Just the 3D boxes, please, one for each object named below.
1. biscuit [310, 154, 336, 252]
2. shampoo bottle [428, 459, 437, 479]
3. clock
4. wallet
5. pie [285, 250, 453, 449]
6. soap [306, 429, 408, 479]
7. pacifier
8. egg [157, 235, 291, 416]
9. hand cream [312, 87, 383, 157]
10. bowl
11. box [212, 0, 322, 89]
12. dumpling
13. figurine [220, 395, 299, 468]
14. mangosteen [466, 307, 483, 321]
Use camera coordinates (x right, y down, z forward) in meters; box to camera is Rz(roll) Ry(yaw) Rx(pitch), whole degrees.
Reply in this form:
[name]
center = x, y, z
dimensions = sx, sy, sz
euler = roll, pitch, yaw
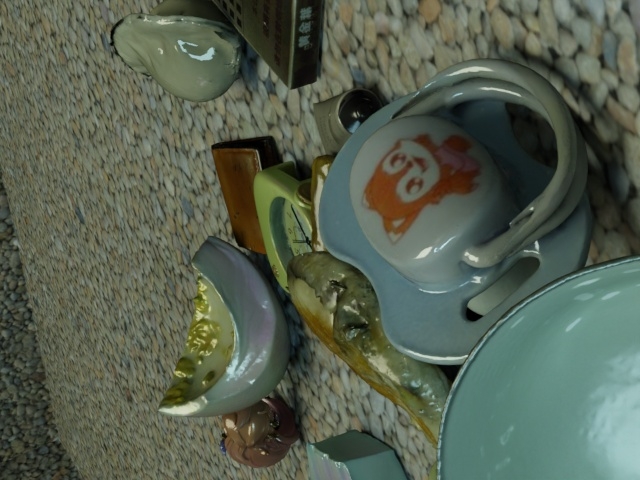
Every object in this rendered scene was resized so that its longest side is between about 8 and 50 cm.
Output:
[biscuit]
center = 0.053, -0.003, 1.468
dimensions = 0.183, 0.039, 0.174
euler = 15, 112, 47
[shampoo bottle]
center = 0.160, 0.323, 1.518
dimensions = 0.079, 0.079, 0.162
euler = 50, 151, 39
[clock]
center = 0.000, 0.000, 1.624
dimensions = 0.232, 0.069, 0.170
euler = 26, 131, 58
[wallet]
center = -0.093, -0.063, 1.825
dimensions = 0.195, 0.042, 0.161
euler = -174, 70, -68
[pie]
center = 0.081, 0.135, 1.396
dimensions = 0.339, 0.077, 0.339
euler = 47, 173, 7
[soap]
center = 0.071, 0.373, 1.755
dimensions = 0.145, 0.091, 0.231
euler = 12, 119, 61
[pacifier]
center = 0.144, -0.009, 1.184
dimensions = 0.233, 0.244, 0.299
euler = 48, -173, -50
[egg]
center = -0.120, 0.143, 1.907
dimensions = 0.206, 0.161, 0.271
euler = -9, -64, -81
[hand cream]
center = 0.025, -0.132, 1.484
dimensions = 0.186, 0.054, 0.087
euler = 159, 95, -74
[bowl]
center = 0.260, 0.140, 0.962
dimensions = 0.157, 0.337, 0.337
euler = -60, -41, -67
[box]
center = -0.096, -0.346, 1.575
dimensions = 0.325, 0.047, 0.180
euler = 51, 151, 36
[dumpling]
center = -0.191, -0.260, 1.713
dimensions = 0.247, 0.172, 0.142
euler = 148, 126, -70
[figurine]
center = -0.099, 0.295, 2.009
dimensions = 0.157, 0.126, 0.114
euler = 87, 168, -81
[mangosteen]
center = 0.143, 0.086, 1.365
dimensions = 0.081, 0.081, 0.081
euler = 48, 150, 41
